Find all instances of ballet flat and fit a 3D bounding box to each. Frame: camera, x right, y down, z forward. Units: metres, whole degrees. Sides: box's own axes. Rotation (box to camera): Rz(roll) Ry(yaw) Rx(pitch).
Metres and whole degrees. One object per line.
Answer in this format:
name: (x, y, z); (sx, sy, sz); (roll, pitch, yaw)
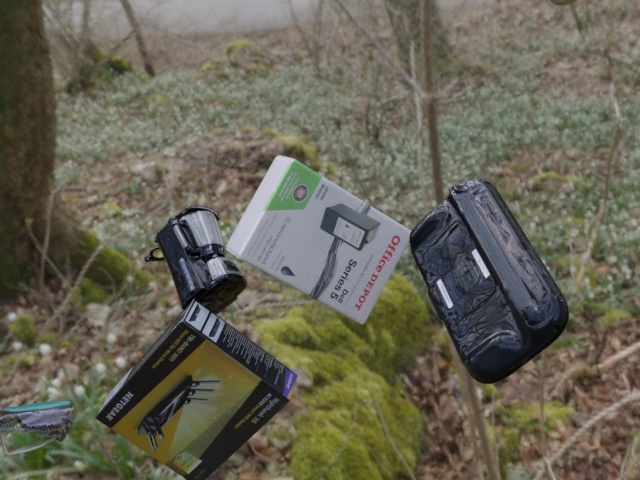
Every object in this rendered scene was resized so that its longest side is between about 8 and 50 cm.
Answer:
ballet flat: (-0.239, 0.139, 0.599); (0.041, 0.114, 0.041); (-14, 73, 54)

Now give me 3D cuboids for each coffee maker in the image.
coffee maker: (-0.234, 0.052, 1.538); (0.171, 0.120, 0.178); (-52, 51, 39)

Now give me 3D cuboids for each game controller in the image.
game controller: (0.226, 0.047, 1.155); (0.166, 0.067, 0.319); (-51, 36, 27)

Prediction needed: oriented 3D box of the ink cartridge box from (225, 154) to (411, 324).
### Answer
ink cartridge box: (0.000, 0.000, 1.473); (0.198, 0.272, 0.115); (-61, 21, -2)

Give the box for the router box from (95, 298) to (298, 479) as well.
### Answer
router box: (-0.231, 0.289, 1.510); (0.309, 0.243, 0.081); (-47, 12, 27)

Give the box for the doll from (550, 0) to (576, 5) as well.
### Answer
doll: (0.271, -0.239, 0.671); (0.189, 0.046, 0.129); (-16, 21, 44)
